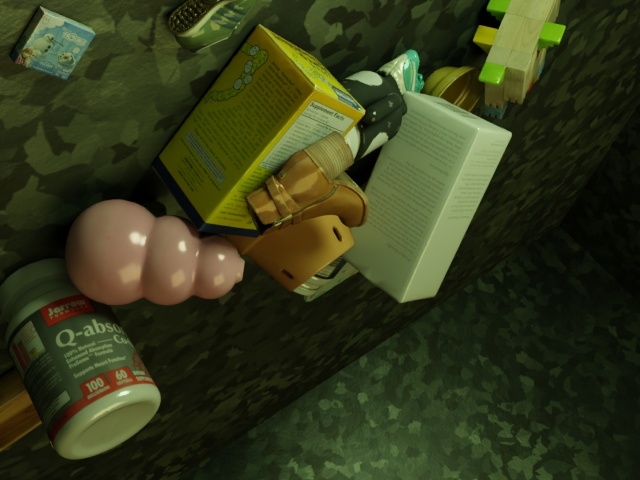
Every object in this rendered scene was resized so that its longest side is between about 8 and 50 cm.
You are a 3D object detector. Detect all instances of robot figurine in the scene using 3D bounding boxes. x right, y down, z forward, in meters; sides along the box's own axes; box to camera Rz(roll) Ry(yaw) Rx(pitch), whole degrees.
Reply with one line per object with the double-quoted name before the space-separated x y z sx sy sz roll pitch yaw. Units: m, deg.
"robot figurine" 0.069 -0.265 1.464 0.278 0.173 0.209 -35 155 -35

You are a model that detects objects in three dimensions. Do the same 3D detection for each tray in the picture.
"tray" -0.682 0.359 1.631 0.411 0.076 0.203 -35 155 -11

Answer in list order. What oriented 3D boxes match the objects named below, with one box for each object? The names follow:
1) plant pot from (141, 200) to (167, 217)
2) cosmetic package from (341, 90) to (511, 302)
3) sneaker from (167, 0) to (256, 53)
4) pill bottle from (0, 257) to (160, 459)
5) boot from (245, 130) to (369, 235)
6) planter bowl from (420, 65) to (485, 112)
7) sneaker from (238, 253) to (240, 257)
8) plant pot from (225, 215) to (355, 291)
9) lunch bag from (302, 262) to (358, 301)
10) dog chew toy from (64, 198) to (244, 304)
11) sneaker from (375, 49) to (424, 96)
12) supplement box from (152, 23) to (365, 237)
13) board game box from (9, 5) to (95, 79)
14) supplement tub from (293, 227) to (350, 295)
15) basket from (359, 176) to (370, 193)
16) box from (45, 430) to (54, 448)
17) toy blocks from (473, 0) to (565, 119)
"plant pot" -0.357 -0.038 1.411 0.083 0.083 0.079 -19 137 -37
"cosmetic package" 0.244 -0.102 1.609 0.161 0.230 0.453 -3 123 -47
"sneaker" -0.161 -0.382 1.105 0.192 0.064 0.086 -36 163 -6
"pill bottle" -0.488 0.223 1.311 0.210 0.363 0.210 -31 155 -16
"boot" -0.022 -0.065 1.305 0.220 0.109 0.283 -37 154 -9
"planter bowl" 0.327 -0.387 1.744 0.217 0.090 0.217 -34 155 -19
"sneaker" -0.348 0.082 1.590 0.293 0.102 0.146 -4 173 -30
"plant pot" -0.054 -0.014 1.603 0.291 0.203 0.291 -36 179 -1
"lunch bag" 0.032 0.067 2.096 0.279 0.108 0.224 -28 157 -22
"dog chew toy" -0.315 0.034 1.299 0.331 0.207 0.207 8 143 -5
"sneaker" 0.215 -0.357 1.636 0.110 0.107 0.275 -45 157 -9
"supplement box" -0.123 -0.200 1.304 0.356 0.195 0.194 -47 155 19
"board game box" -0.394 -0.288 0.979 0.090 0.020 0.090 -49 154 19
"supplement tub" 0.000 0.000 1.830 0.191 0.191 0.272 -1 136 -55
"basket" 0.221 -0.095 1.859 0.299 0.223 0.213 -46 -172 18
"box" -0.538 0.319 1.484 0.203 0.168 0.167 -20 139 -27
"toy blocks" 0.511 -0.482 1.684 0.381 0.190 0.261 -65 160 -14
